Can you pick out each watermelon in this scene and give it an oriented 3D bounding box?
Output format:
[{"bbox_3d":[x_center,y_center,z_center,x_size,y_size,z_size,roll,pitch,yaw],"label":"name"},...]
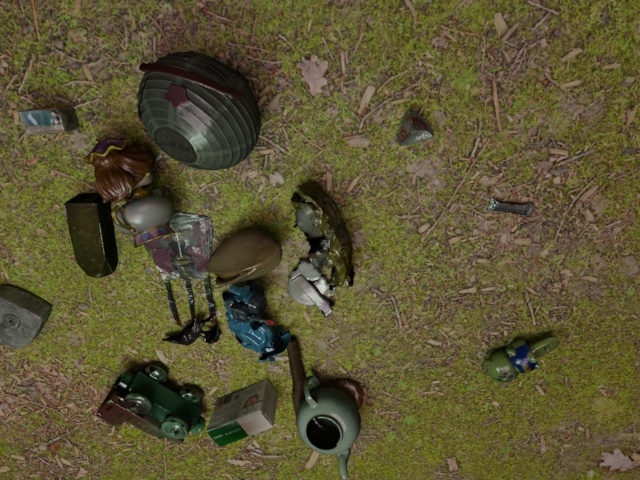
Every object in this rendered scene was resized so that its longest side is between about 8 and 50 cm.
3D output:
[{"bbox_3d":[0.222,-0.251,1.003,0.085,0.061,0.085,4,113,10],"label":"watermelon"}]

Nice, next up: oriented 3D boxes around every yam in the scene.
[{"bbox_3d":[-0.071,0.434,1.337,0.045,0.045,0.326,7,117,28],"label":"yam"}]

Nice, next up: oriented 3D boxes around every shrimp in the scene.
[{"bbox_3d":[0.055,0.510,1.371,0.132,0.052,0.187,29,107,8],"label":"shrimp"}]

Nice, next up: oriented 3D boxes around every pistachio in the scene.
[{"bbox_3d":[-0.194,0.042,1.109,0.223,0.152,0.126,-18,118,31],"label":"pistachio"}]

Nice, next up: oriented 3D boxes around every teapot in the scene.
[{"bbox_3d":[0.021,0.535,1.288,0.193,0.129,0.294,-24,93,15],"label":"teapot"}]

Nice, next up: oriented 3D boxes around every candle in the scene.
[{"bbox_3d":[-0.861,0.217,1.254,0.169,0.068,0.192,-10,117,5],"label":"candle"}]

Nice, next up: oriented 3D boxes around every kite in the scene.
[{"bbox_3d":[-0.369,0.090,1.203,0.204,0.022,0.360,-5,114,3],"label":"kite"}]

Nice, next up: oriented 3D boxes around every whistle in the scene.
[{"bbox_3d":[0.570,0.337,1.245,0.227,0.085,0.105,-31,119,15],"label":"whistle"}]

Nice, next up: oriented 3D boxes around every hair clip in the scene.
[{"bbox_3d":[-0.027,0.135,1.197,0.116,0.049,0.172,-39,105,13],"label":"hair clip"}]

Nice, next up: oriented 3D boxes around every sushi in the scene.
[{"bbox_3d":[0.007,-0.002,1.087,0.131,0.139,0.291,-11,115,15],"label":"sushi"}]

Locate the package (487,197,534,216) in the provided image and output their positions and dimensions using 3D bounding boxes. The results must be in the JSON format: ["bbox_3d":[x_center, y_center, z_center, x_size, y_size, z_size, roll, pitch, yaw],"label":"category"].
[{"bbox_3d":[0.476,-0.083,1.095,0.110,0.015,0.037,6,114,-2],"label":"package"}]

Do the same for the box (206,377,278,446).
[{"bbox_3d":[-0.235,0.524,1.334,0.199,0.135,0.081,-27,111,14],"label":"box"}]

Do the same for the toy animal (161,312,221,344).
[{"bbox_3d":[-0.371,0.268,1.260,0.202,0.070,0.105,-17,120,19],"label":"toy animal"}]

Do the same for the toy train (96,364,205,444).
[{"bbox_3d":[-0.513,0.522,1.348,0.304,0.150,0.221,40,120,-16],"label":"toy train"}]

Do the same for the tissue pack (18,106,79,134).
[{"bbox_3d":[-0.627,-0.279,1.016,0.095,0.074,0.058,-4,111,1],"label":"tissue pack"}]

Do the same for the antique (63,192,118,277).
[{"bbox_3d":[-0.586,-0.007,1.134,0.081,0.080,0.220,3,114,-1],"label":"antique"}]

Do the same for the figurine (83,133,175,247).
[{"bbox_3d":[-0.441,-0.121,1.024,0.142,0.189,0.263,-19,98,13],"label":"figurine"}]

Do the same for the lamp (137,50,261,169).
[{"bbox_3d":[-0.254,-0.276,0.927,0.265,0.233,0.233,20,114,1],"label":"lamp"}]

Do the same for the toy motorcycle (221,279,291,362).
[{"bbox_3d":[-0.175,0.231,1.195,0.182,0.123,0.272,12,135,19],"label":"toy motorcycle"}]
